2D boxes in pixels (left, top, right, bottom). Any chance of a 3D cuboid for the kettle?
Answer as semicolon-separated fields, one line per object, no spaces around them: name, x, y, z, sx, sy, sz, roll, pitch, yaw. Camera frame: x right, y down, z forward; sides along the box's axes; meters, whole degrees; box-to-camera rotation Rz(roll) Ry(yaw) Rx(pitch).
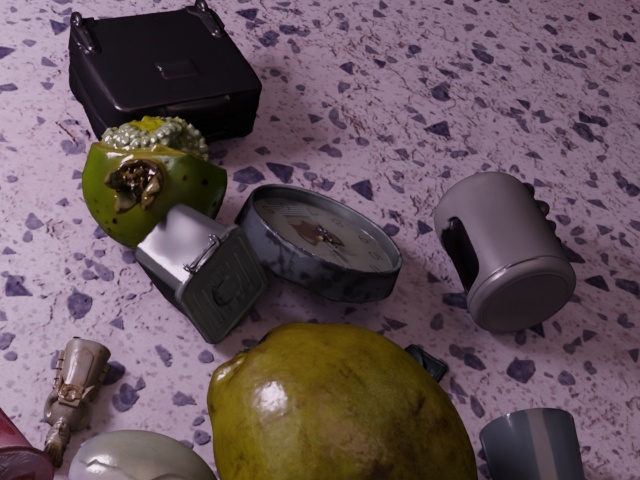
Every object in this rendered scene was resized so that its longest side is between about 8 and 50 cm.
kettle;0.380;0.422;1.588;0.211;0.160;0.243;23;45;-38

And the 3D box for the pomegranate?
pomegranate;-0.304;-0.098;1.727;0.261;0.260;0.340;22;10;2

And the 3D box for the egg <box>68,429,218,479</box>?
egg;-0.245;0.363;1.383;0.217;0.183;0.183;6;47;-1

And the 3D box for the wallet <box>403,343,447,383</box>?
wallet;0.167;0.243;1.742;0.088;0.026;0.129;33;47;12

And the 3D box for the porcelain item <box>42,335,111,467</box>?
porcelain item;-0.395;0.253;1.529;0.084;0.054;0.213;13;47;-4

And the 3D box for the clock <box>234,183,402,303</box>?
clock;0.000;0.000;1.806;0.325;0.067;0.325;21;22;-9

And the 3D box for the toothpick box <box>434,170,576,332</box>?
toothpick box;0.355;-0.002;1.900;0.229;0.229;0.316;-1;48;-20

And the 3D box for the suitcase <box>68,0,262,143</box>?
suitcase;-0.320;-0.327;1.997;0.345;0.188;0.339;-14;53;-31

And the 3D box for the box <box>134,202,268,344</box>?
box;-0.204;0.051;1.651;0.135;0.243;0.163;33;73;24

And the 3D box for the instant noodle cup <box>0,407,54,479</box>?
instant noodle cup;-0.530;0.295;1.333;0.243;0.243;0.231;-23;52;-34

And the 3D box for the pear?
pear;0.022;0.305;1.430;0.413;0.352;0.352;37;48;23
